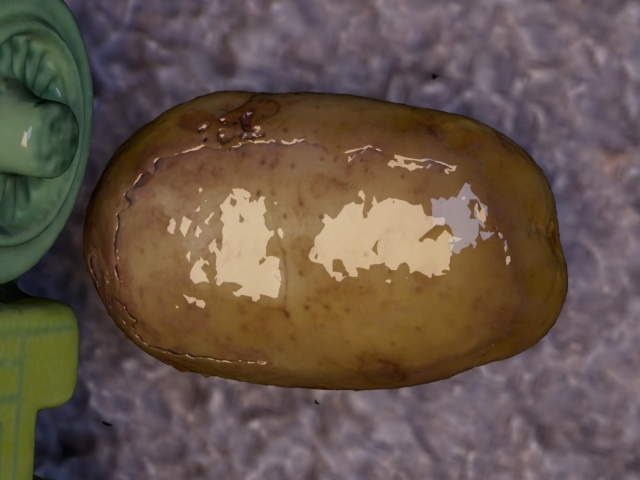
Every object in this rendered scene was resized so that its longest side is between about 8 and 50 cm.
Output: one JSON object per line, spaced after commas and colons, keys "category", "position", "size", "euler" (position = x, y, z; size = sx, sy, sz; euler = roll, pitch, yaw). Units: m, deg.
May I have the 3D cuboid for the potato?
{"category": "potato", "position": [0.000, 0.000, 0.668], "size": [0.170, 0.080, 0.107], "euler": [-1, 109, 14]}

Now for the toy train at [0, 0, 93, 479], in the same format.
{"category": "toy train", "position": [-0.214, 0.039, 0.524], "size": [0.179, 0.442, 0.272], "euler": [6, 93, 24]}
